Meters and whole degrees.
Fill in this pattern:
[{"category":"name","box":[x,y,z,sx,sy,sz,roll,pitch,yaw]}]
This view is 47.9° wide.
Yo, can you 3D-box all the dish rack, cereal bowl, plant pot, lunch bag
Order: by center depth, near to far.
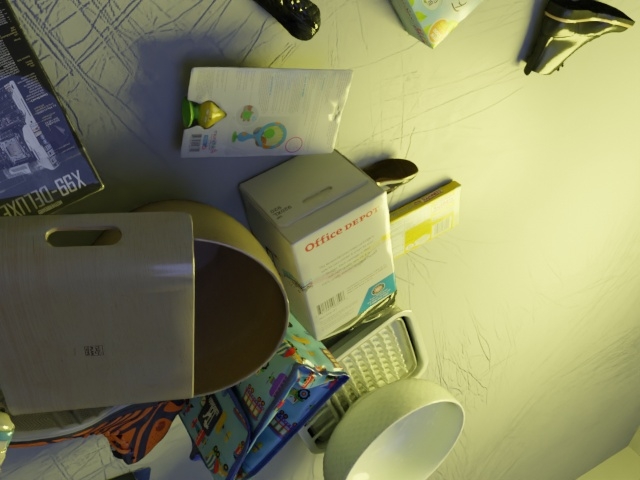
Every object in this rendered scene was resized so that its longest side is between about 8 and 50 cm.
[{"category":"plant pot","box":[-0.198,0.053,0.988,0.284,0.190,0.284,-7,128,-9]},{"category":"lunch bag","box":[-0.131,0.260,1.224,0.138,0.221,0.293,23,107,-48]},{"category":"dish rack","box":[0.071,0.287,1.537,0.333,0.072,0.285,-35,139,-11]},{"category":"cereal bowl","box":[0.139,0.422,1.547,0.339,0.141,0.338,-23,135,-25]}]

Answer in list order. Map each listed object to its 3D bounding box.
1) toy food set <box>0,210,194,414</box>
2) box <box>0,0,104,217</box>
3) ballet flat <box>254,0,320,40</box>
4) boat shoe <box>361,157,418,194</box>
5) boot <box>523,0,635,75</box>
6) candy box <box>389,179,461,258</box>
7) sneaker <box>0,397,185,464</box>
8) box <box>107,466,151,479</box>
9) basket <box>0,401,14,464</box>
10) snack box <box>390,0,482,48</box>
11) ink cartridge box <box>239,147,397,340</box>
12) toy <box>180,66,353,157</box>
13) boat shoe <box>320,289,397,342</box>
[{"category":"toy food set","box":[-0.260,0.092,0.837,0.220,0.092,0.306,-2,136,-12]},{"category":"box","box":[-0.415,-0.097,0.730,0.308,0.076,0.242,-30,118,-17]},{"category":"ballet flat","box":[-0.056,-0.325,0.933,0.173,0.058,0.049,40,53,-51]},{"category":"boat shoe","box":[0.100,-0.100,1.248,0.152,0.056,0.049,-17,144,-23]},{"category":"boot","box":[0.467,-0.365,1.321,0.198,0.076,0.137,-1,130,-24]},{"category":"candy box","box":[0.185,-0.032,1.393,0.206,0.027,0.105,-26,135,-21]},{"category":"sneaker","box":[-0.351,0.294,1.143,0.321,0.124,0.180,-10,129,-34]},{"category":"box","box":[-0.420,0.508,1.339,0.225,0.036,0.136,-12,130,-35]},{"category":"basket","box":[-0.518,0.290,0.826,0.255,0.201,0.288,26,99,-50]},{"category":"snack box","box":[0.188,-0.411,1.036,0.207,0.070,0.174,-44,141,2]},{"category":"ink cartridge box","box":[0.000,0.000,1.152,0.171,0.168,0.232,-30,138,-18]},{"category":"toy","box":[-0.081,-0.188,1.012,0.238,0.056,0.136,-8,132,-29]},{"category":"boat shoe","box":[0.053,0.148,1.392,0.233,0.084,0.079,-28,137,-24]}]
